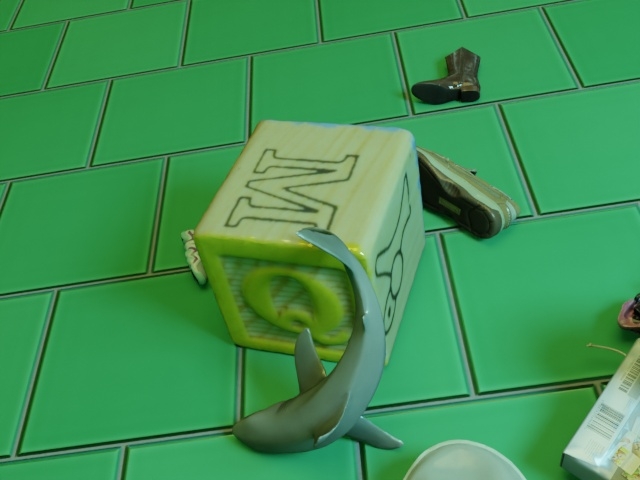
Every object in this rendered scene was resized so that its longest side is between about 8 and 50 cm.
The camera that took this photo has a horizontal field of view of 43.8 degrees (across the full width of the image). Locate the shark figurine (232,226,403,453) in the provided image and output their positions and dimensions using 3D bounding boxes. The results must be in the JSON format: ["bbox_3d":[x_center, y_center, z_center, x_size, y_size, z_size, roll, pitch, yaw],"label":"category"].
[{"bbox_3d":[0.012,0.126,0.730,0.166,0.278,0.116,24,27,10],"label":"shark figurine"}]

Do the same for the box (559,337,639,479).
[{"bbox_3d":[0.333,0.191,0.705,0.186,0.038,0.145,29,64,29],"label":"box"}]

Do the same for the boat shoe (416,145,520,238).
[{"bbox_3d":[0.172,-0.071,1.023,0.072,0.068,0.190,-27,54,-32],"label":"boat shoe"}]

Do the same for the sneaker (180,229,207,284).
[{"bbox_3d":[-0.138,0.011,1.020,0.069,0.038,0.098,-19,45,-5],"label":"sneaker"}]

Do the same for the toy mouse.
[{"bbox_3d":[0.343,0.106,0.815,0.143,0.031,0.161,-10,47,2],"label":"toy mouse"}]

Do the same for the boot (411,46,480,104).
[{"bbox_3d":[0.192,-0.256,1.216,0.106,0.037,0.114,7,49,1],"label":"boot"}]

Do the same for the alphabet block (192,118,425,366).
[{"bbox_3d":[0.000,0.000,0.894,0.193,0.192,0.197,5,45,20],"label":"alphabet block"}]

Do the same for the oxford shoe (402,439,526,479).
[{"bbox_3d":[0.102,0.335,0.574,0.169,0.130,0.449,1,44,16],"label":"oxford shoe"}]
